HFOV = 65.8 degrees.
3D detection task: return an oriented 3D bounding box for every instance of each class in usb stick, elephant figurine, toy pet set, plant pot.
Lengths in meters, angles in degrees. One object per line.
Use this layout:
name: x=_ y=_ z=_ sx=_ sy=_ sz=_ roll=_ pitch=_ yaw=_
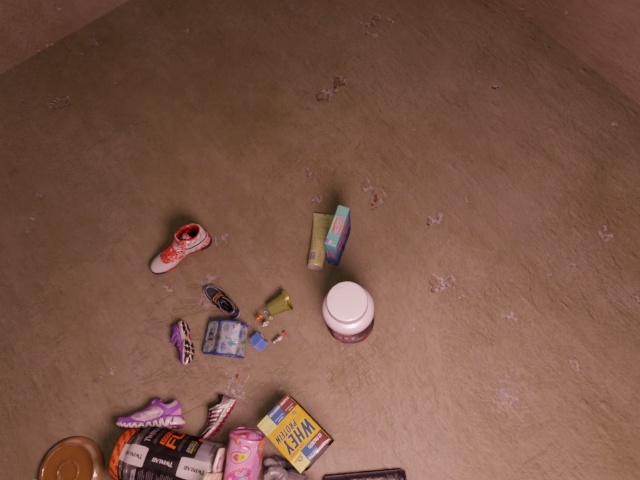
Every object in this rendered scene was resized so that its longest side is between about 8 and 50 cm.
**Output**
usb stick: x=0.141 y=0.794 z=1.615 sx=0.278 sy=0.045 sz=0.077 roll=-7 pitch=61 yaw=2
elephant figurine: x=-0.147 y=0.835 z=1.581 sx=0.169 sy=0.186 sz=0.239 roll=26 pitch=81 yaw=-21
toy pet set: x=-0.203 y=0.336 z=1.801 sx=0.114 sy=0.065 sz=0.122 roll=-43 pitch=91 yaw=-1
plant pot: x=-0.865 y=0.799 z=1.705 sx=0.236 sy=0.032 sz=0.236 roll=-2 pitch=69 yaw=4
plant pot: x=-0.157 y=0.241 z=1.852 sx=0.079 sy=0.083 sz=0.083 roll=-29 pitch=68 yaw=6

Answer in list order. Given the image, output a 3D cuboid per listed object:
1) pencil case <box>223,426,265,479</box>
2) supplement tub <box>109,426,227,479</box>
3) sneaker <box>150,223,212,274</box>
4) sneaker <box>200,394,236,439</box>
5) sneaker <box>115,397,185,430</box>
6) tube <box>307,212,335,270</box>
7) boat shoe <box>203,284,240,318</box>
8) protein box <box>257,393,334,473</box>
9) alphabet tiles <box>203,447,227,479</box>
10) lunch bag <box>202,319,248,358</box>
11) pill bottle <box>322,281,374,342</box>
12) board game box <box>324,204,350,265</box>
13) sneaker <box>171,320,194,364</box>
pencil case: x=-0.248 y=0.727 z=1.520 sx=0.124 sy=0.124 sz=0.284 roll=10 pitch=87 yaw=9
supplement tub: x=-0.487 y=0.730 z=1.606 sx=0.338 sy=0.207 sz=0.207 roll=10 pitch=69 yaw=8
sneaker: x=-0.565 y=0.027 z=1.932 sx=0.270 sy=0.145 sz=0.090 roll=-29 pitch=69 yaw=-7
sneaker: x=-0.369 y=0.611 z=1.724 sx=0.075 sy=0.063 sz=0.170 roll=30 pitch=68 yaw=15
sneaker: x=-0.590 y=0.609 z=1.733 sx=0.236 sy=0.095 sz=0.104 roll=-5 pitch=61 yaw=-2
tube: x=0.000 y=0.000 z=1.947 sx=0.070 sy=0.062 sz=0.240 roll=25 pitch=60 yaw=-30
boat shoe: x=-0.378 y=0.222 z=1.870 sx=0.183 sy=0.083 sz=0.065 roll=37 pitch=75 yaw=17
protein box: x=-0.075 y=0.628 z=1.615 sx=0.200 sy=0.201 sz=0.136 roll=41 pitch=76 yaw=18
alphabet tiles: x=-0.324 y=0.786 z=1.527 sx=0.021 sy=0.284 sz=0.278 roll=11 pitch=69 yaw=11
lunch bag: x=-0.354 y=0.358 z=1.812 sx=0.151 sy=0.096 sz=0.128 roll=1 pitch=70 yaw=21
pill bottle: x=0.097 y=0.245 z=1.693 sx=0.176 sy=0.318 sz=0.176 roll=-2 pitch=68 yaw=5
board game box: x=0.067 y=-0.015 z=1.860 sx=0.047 sy=0.210 sz=0.160 roll=17 pitch=71 yaw=11
sneaker: x=-0.517 y=0.384 z=1.838 sx=0.071 sy=0.068 sz=0.170 roll=-25 pitch=59 yaw=11
